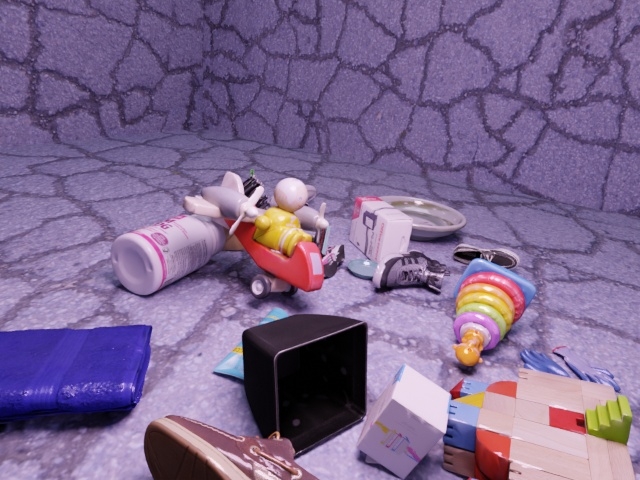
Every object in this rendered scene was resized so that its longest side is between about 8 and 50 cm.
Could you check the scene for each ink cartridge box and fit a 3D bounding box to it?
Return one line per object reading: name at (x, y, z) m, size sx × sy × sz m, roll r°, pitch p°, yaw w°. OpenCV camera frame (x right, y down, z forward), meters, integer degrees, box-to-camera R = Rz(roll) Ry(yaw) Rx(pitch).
ink cartridge box at (0.129, 0.294, 0.664) m, size 0.090 × 0.143 × 0.092 m, roll 31°, pitch 27°, yaw 10°
ink cartridge box at (0.202, -0.034, 1.432) m, size 0.100 × 0.171 × 0.237 m, roll -3°, pitch 24°, yaw -23°

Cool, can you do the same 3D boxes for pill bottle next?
pill bottle at (-0.397, 0.021, 1.121) m, size 0.161 × 0.160 × 0.283 m, roll 16°, pitch 23°, yaw 20°

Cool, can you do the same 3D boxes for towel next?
towel at (-0.465, 0.229, 0.719) m, size 0.309 × 0.076 × 0.227 m, roll 1°, pitch 16°, yaw -14°

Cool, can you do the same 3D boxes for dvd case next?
dvd case at (0.000, 0.000, 1.269) m, size 0.013 × 0.087 × 0.119 m, roll 13°, pitch -6°, yaw -17°

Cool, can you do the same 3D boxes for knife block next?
knife block at (-0.303, -0.093, 1.321) m, size 0.276 × 0.241 × 0.088 m, roll 2°, pitch 22°, yaw -12°

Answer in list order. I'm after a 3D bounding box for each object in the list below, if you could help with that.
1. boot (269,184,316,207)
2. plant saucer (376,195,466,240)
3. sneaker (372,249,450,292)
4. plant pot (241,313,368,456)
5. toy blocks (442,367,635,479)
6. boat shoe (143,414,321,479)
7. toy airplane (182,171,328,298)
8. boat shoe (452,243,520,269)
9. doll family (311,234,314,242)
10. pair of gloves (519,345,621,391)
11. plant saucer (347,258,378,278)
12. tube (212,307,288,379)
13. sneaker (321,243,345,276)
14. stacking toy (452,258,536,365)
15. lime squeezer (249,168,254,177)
boot at (-0.087, -0.167, 1.798) m, size 0.258 × 0.095 × 0.123 m, roll -24°, pitch 43°, yaw -38°
plant saucer at (0.389, -0.083, 1.709) m, size 0.401 × 0.100 × 0.400 m, roll 7°, pitch 22°, yaw -3°
sneaker at (0.280, 0.098, 1.222) m, size 0.153 × 0.101 × 0.269 m, roll 22°, pitch 24°, yaw 38°
plant pot at (-0.041, 0.225, 0.728) m, size 0.188 × 0.187 × 0.167 m, roll -10°, pitch 16°, yaw -36°
toy blocks at (0.313, 0.319, 0.644) m, size 0.261 × 0.190 × 0.381 m, roll 5°, pitch 18°, yaw 27°
boat shoe at (-0.077, 0.326, 0.547) m, size 0.342 × 0.123 × 0.123 m, roll 20°, pitch 18°, yaw 19°
toy airplane at (-0.144, -0.064, 1.088) m, size 0.384 × 0.272 × 0.386 m, roll 33°, pitch 20°, yaw -17°
boat shoe at (0.576, 0.066, 1.445) m, size 0.220 × 0.077 × 0.070 m, roll 9°, pitch 20°, yaw 27°
doll family at (-0.080, 0.004, 1.390) m, size 0.111 × 0.075 × 0.193 m, roll -14°, pitch 25°, yaw -34°
pair of gloves at (0.559, 0.296, 0.939) m, size 0.198 × 0.023 × 0.159 m, roll 0°, pitch 21°, yaw -20°
plant saucer at (0.142, 0.093, 1.300) m, size 0.120 × 0.021 × 0.119 m, roll 7°, pitch 22°, yaw -3°
tube at (-0.134, 0.220, 0.877) m, size 0.080 × 0.052 × 0.207 m, roll 4°, pitch 25°, yaw 23°
sneaker at (0.015, 0.065, 1.293) m, size 0.077 × 0.071 × 0.178 m, roll -3°, pitch 13°, yaw 24°
stacking toy at (0.383, 0.197, 0.988) m, size 0.175 × 0.165 × 0.302 m, roll 28°, pitch 39°, yaw 18°
lime squeezer at (-0.281, -0.131, 1.626) m, size 0.059 × 0.110 × 0.310 m, roll 17°, pitch 49°, yaw -19°
